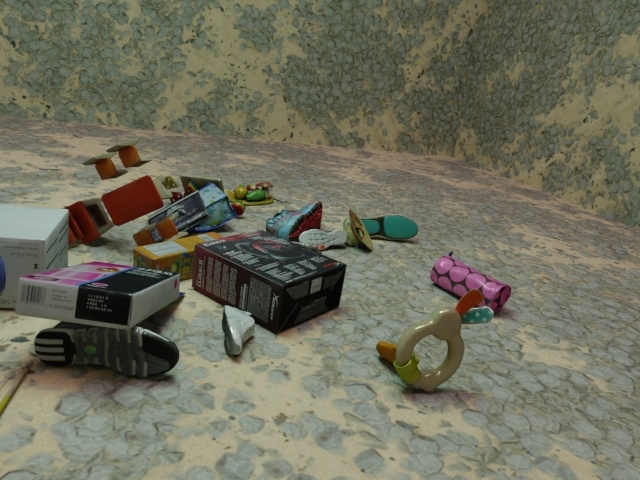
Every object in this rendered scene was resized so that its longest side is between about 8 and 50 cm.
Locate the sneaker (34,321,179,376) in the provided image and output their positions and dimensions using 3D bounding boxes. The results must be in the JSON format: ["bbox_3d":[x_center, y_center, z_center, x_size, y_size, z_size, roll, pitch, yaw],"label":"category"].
[{"bbox_3d":[-0.340,0.156,0.937,0.229,0.086,0.132,8,16,-2],"label":"sneaker"}]

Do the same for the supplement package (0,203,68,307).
[{"bbox_3d":[-0.649,0.023,1.083,0.262,0.145,0.204,4,19,-14],"label":"supplement package"}]

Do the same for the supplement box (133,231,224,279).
[{"bbox_3d":[-0.316,0.042,1.295,0.080,0.078,0.233,26,25,34],"label":"supplement box"}]

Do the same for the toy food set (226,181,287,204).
[{"bbox_3d":[-0.233,-0.180,1.999,0.218,0.071,0.128,-9,26,-44],"label":"toy food set"}]

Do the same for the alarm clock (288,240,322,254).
[{"bbox_3d":[-0.056,0.057,1.395,0.129,0.064,0.192,0,17,-25],"label":"alarm clock"}]

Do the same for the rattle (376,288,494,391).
[{"bbox_3d":[0.204,0.161,1.011,0.130,0.199,0.143,30,2,-3],"label":"rattle"}]

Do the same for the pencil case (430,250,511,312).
[{"bbox_3d":[0.384,0.108,1.422,0.098,0.095,0.209,14,13,-40],"label":"pencil case"}]

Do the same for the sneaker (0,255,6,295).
[{"bbox_3d":[-0.620,0.109,0.834,0.182,0.127,0.315,7,21,38],"label":"sneaker"}]

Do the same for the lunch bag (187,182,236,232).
[{"bbox_3d":[-0.342,-0.083,1.632,0.151,0.096,0.129,-30,33,-17],"label":"lunch bag"}]

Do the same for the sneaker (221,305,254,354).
[{"bbox_3d":[-0.151,0.164,1.048,0.061,0.053,0.152,7,18,-14],"label":"sneaker"}]

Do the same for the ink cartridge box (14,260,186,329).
[{"bbox_3d":[-0.370,0.087,1.014,0.176,0.069,0.371,8,1,-1],"label":"ink cartridge box"}]

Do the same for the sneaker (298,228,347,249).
[{"bbox_3d":[0.000,0.000,1.633,0.158,0.061,0.065,-1,-6,-31],"label":"sneaker"}]

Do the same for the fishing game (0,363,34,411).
[{"bbox_3d":[-0.565,0.198,0.773,0.264,0.041,0.189,7,16,-7],"label":"fishing game"}]

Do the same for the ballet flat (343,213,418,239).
[{"bbox_3d":[0.189,-0.044,1.802,0.248,0.086,0.086,4,19,-14],"label":"ballet flat"}]

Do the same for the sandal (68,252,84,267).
[{"bbox_3d":[-0.649,-0.004,1.264,0.240,0.079,0.088,14,19,15],"label":"sandal"}]

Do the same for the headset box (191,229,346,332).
[{"bbox_3d":[-0.126,0.073,1.240,0.293,0.110,0.218,21,22,32],"label":"headset box"}]

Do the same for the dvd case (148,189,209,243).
[{"bbox_3d":[-0.392,-0.064,1.528,0.164,0.018,0.221,-30,28,-6],"label":"dvd case"}]

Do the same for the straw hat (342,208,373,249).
[{"bbox_3d":[0.099,-0.019,1.688,0.061,0.144,0.144,-30,11,16],"label":"straw hat"}]

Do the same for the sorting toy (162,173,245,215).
[{"bbox_3d":[-0.377,-0.140,1.744,0.274,0.132,0.046,8,48,10],"label":"sorting toy"}]

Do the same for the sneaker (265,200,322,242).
[{"bbox_3d":[-0.079,-0.070,1.699,0.125,0.104,0.262,14,19,20],"label":"sneaker"}]

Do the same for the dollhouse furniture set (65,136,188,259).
[{"bbox_3d":[-0.490,-0.076,1.334,0.259,0.262,0.135,-21,11,21],"label":"dollhouse furniture set"}]
